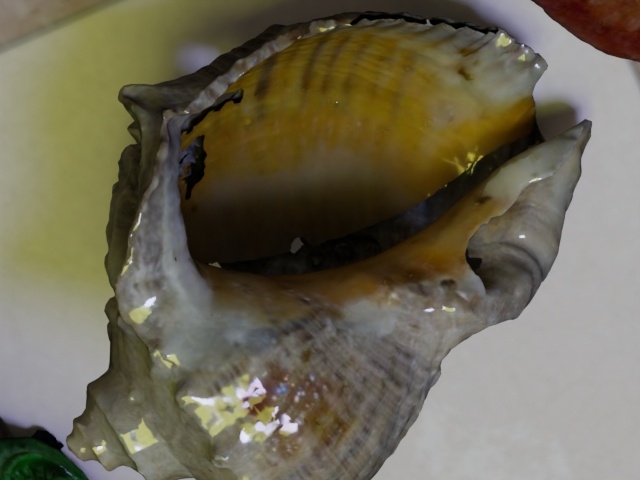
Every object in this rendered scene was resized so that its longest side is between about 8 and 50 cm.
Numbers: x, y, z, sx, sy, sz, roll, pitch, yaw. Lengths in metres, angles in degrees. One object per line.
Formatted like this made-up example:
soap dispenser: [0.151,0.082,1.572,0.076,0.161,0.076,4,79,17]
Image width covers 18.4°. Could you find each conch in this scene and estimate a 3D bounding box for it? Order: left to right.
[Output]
conch: [0.000,0.000,0.763,0.245,0.163,0.178,-30,141,-12]

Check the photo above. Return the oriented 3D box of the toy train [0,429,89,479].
toy train: [-0.188,0.162,0.840,0.145,0.202,0.266,-36,130,22]

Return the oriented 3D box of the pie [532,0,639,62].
pie: [0.147,-0.152,0.702,0.219,0.054,0.204,34,120,-19]
